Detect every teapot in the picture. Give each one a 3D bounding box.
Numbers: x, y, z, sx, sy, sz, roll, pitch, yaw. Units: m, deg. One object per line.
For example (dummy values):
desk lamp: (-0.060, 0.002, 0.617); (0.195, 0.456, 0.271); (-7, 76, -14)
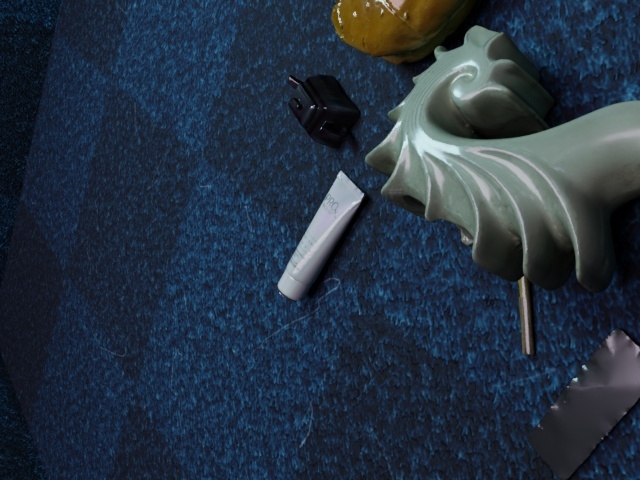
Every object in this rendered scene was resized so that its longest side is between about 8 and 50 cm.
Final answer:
teapot: (-0.009, -0.237, 1.237); (0.087, 0.096, 0.177); (-55, 48, 32)

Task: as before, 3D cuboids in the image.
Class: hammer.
hammer: (0.272, 0.060, 0.917); (0.062, 0.017, 0.182); (-12, 78, 50)

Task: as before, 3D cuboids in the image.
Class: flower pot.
flower pot: (0.239, -0.092, 0.850); (0.254, 0.164, 0.367); (-55, 49, 10)

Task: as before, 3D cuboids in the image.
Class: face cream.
face cream: (0.000, 0.000, 1.237); (0.243, 0.058, 0.092); (-61, 40, 18)

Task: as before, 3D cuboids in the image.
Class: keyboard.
keyboard: (0.326, 0.200, 0.835); (0.074, 0.015, 0.196); (49, 123, 38)

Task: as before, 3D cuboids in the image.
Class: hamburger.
hamburger: (0.142, -0.363, 1.026); (0.283, 0.144, 0.156); (-35, 60, 42)
